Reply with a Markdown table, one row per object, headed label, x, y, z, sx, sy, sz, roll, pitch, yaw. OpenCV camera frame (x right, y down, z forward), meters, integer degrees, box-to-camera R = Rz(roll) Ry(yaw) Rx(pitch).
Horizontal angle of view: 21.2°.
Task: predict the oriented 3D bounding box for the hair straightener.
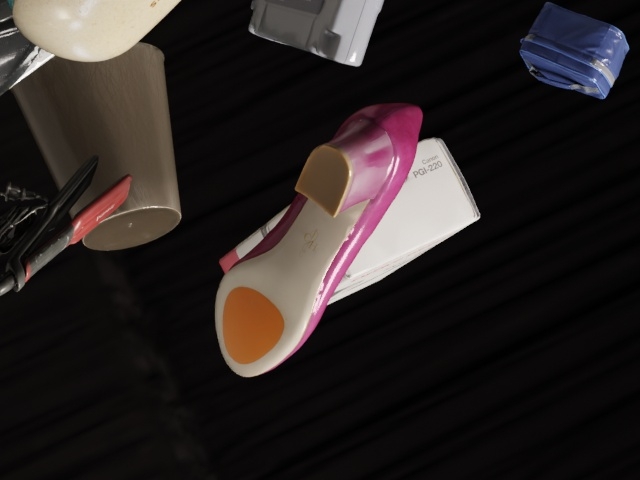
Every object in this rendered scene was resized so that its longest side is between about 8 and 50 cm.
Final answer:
| label | x | y | z | sx | sy | sz | roll | pitch | yaw |
| --- | --- | --- | --- | --- | --- | --- | --- | --- | --- |
| hair straightener | -0.282 | -0.014 | 1.662 | 0.089 | 0.230 | 0.047 | 33 | -40 | 10 |

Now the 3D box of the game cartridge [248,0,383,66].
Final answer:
| label | x | y | z | sx | sy | sz | roll | pitch | yaw |
| --- | --- | --- | --- | --- | --- | --- | --- | --- | --- |
| game cartridge | 0.009 | -0.286 | 1.733 | 0.294 | 0.060 | 0.196 | -145 | -111 | -69 |

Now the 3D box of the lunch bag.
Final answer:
| label | x | y | z | sx | sy | sz | roll | pitch | yaw |
| --- | --- | --- | --- | --- | --- | --- | --- | --- | --- |
| lunch bag | 0.237 | -0.178 | 1.628 | 0.098 | 0.065 | 0.067 | 24 | -7 | 26 |

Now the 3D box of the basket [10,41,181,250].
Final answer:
| label | x | y | z | sx | sy | sz | roll | pitch | yaw |
| --- | --- | --- | --- | --- | --- | --- | --- | --- | --- |
| basket | -0.267 | -0.115 | 2.149 | 0.154 | 0.204 | 0.226 | 126 | -49 | -60 |

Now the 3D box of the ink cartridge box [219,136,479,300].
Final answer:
| label | x | y | z | sx | sy | sz | roll | pitch | yaw |
| --- | --- | --- | --- | --- | --- | --- | --- | --- | --- |
| ink cartridge box | 0.024 | -0.002 | 1.594 | 0.092 | 0.159 | 0.218 | 62 | -29 | 6 |

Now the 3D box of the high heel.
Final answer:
| label | x | y | z | sx | sy | sz | roll | pitch | yaw |
| --- | --- | --- | --- | --- | --- | --- | --- | --- | --- |
| high heel | 0.000 | 0.000 | 1.282 | 0.082 | 0.117 | 0.244 | 36 | -53 | 19 |

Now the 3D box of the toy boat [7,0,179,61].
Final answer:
| label | x | y | z | sx | sy | sz | roll | pitch | yaw |
| --- | --- | --- | --- | --- | --- | --- | --- | --- | --- |
| toy boat | -0.171 | -0.285 | 1.349 | 0.148 | 0.267 | 0.318 | 43 | -2 | 13 |

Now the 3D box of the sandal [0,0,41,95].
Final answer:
| label | x | y | z | sx | sy | sz | roll | pitch | yaw |
| --- | --- | --- | --- | --- | --- | --- | --- | --- | --- |
| sandal | -0.304 | -0.186 | 1.593 | 0.167 | 0.446 | 0.107 | -117 | -177 | -71 |

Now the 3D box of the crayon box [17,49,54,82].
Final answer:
| label | x | y | z | sx | sy | sz | roll | pitch | yaw |
| --- | --- | --- | --- | --- | --- | --- | --- | --- | --- |
| crayon box | -0.436 | -0.308 | 1.916 | 0.318 | 0.202 | 0.081 | 58 | -10 | -29 |
